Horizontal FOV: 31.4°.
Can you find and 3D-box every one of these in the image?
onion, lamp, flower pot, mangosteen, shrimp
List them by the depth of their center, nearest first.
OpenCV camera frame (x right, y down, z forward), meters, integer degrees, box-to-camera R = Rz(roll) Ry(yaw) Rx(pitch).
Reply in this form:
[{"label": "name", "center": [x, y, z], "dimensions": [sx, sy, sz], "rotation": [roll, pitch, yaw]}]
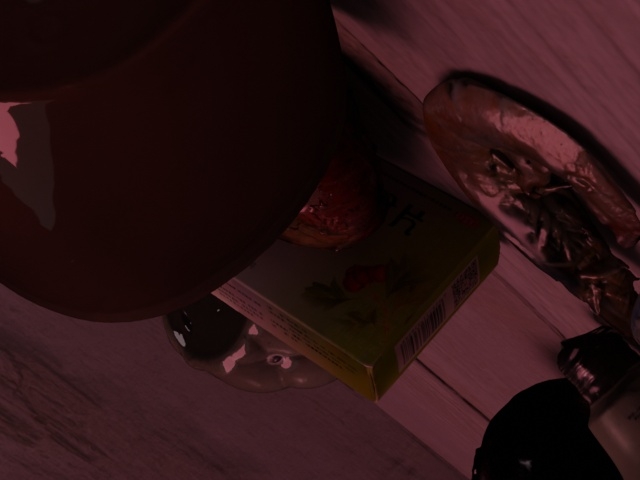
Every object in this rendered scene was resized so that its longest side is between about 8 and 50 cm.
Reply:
[{"label": "shrimp", "center": [0.163, -0.014, 0.758], "dimensions": [0.251, 0.052, 0.143], "rotation": [41, 166, -20]}, {"label": "onion", "center": [-0.030, -0.065, 0.896], "dimensions": [0.184, 0.147, 0.184], "rotation": [61, 178, 4]}, {"label": "lamp", "center": [0.340, 0.196, 0.951], "dimensions": [0.182, 0.181, 0.314], "rotation": [69, 179, -72]}, {"label": "flower pot", "center": [-0.043, 0.038, 1.171], "dimensions": [0.195, 0.246, 0.246], "rotation": [1, -161, -44]}, {"label": "mangosteen", "center": [0.291, 0.258, 1.189], "dimensions": [0.265, 0.228, 0.228], "rotation": [0, 161, 11]}]

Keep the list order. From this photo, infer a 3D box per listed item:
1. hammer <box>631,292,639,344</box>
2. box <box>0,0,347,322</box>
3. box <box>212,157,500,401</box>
[{"label": "hammer", "center": [0.244, 0.028, 0.668], "dimensions": [0.116, 0.069, 0.194], "rotation": [32, 161, 27]}, {"label": "box", "center": [-0.138, -0.125, 0.657], "dimensions": [0.301, 0.301, 0.216], "rotation": [33, 162, 16]}, {"label": "box", "center": [0.000, 0.000, 0.990], "dimensions": [0.260, 0.175, 0.062], "rotation": [30, 153, 28]}]
